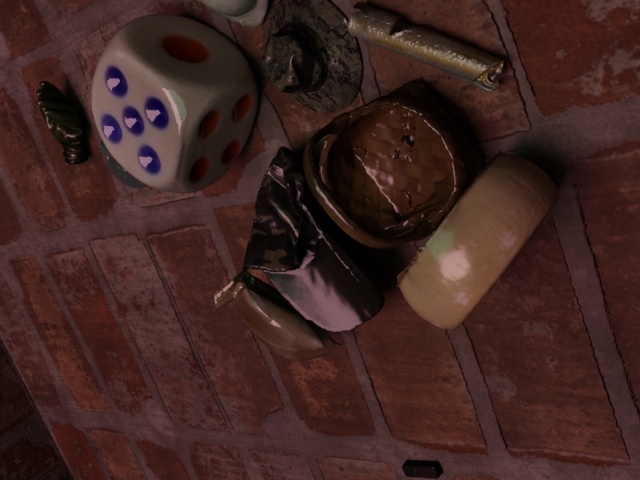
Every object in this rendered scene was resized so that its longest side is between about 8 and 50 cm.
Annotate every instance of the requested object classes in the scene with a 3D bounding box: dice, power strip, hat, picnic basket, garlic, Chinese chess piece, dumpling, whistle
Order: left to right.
[{"bbox_3d":[-0.527,-0.225,2.172,0.253,0.054,0.168,-11,106,43],"label":"power strip"},{"bbox_3d":[-0.336,-0.315,1.792,0.304,0.277,0.304,36,132,16],"label":"dice"},{"bbox_3d":[-0.181,-0.534,1.662,0.216,0.149,0.105,5,84,39],"label":"dumpling"},{"bbox_3d":[-0.109,0.189,1.916,0.325,0.279,0.132,38,97,-7],"label":"garlic"},{"bbox_3d":[-0.049,-0.376,1.610,0.265,0.128,0.266,19,122,33],"label":"hat"},{"bbox_3d":[0.000,0.000,1.755,0.381,0.257,0.366,33,145,-6],"label":"hat"},{"bbox_3d":[0.106,-0.116,1.493,0.293,0.337,0.337,53,137,3],"label":"picnic basket"},{"bbox_3d":[0.259,0.587,1.989,0.111,0.029,0.038,-14,105,45],"label":"power strip"},{"bbox_3d":[0.193,-0.365,1.452,0.326,0.057,0.068,30,134,24],"label":"whistle"},{"bbox_3d":[0.280,0.001,1.393,0.140,0.338,0.338,38,135,8],"label":"Chinese chess piece"}]

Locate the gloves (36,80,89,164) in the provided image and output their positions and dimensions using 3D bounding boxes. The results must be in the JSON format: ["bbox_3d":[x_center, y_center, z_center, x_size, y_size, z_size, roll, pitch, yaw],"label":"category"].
[{"bbox_3d":[-0.747,-0.344,2.257,0.135,0.107,0.268,15,141,29],"label":"gloves"}]
